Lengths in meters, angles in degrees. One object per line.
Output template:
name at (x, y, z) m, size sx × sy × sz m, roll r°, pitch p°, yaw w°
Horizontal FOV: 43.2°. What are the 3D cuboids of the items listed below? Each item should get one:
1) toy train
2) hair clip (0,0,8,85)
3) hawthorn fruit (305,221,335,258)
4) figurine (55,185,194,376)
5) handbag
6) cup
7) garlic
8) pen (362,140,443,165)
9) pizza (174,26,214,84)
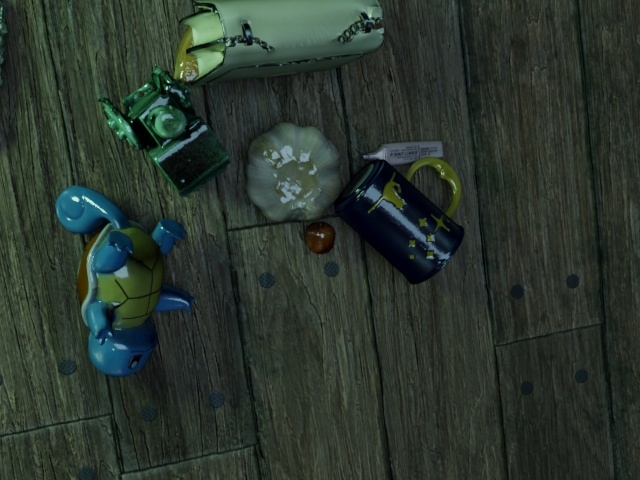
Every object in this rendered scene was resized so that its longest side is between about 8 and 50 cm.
toy train at (-0.312, -0.217, 1.625) m, size 0.167 × 0.299 × 0.238 m, roll -37°, pitch 116°, yaw -6°
hair clip at (-0.705, -0.340, 1.613) m, size 0.139 × 0.091 × 0.321 m, roll 4°, pitch 96°, yaw -17°
hawthorn fruit at (0.001, -0.006, 1.834) m, size 0.077 × 0.077 × 0.077 m, roll -1°, pitch 96°, yaw -14°
figurine at (-0.413, 0.079, 1.668) m, size 0.243 × 0.298 × 0.416 m, roll -11°, pitch 97°, yaw 22°
handbag at (-0.080, -0.421, 1.646) m, size 0.359 × 0.237 × 0.160 m, roll -13°, pitch 101°, yaw -27°
cup at (0.187, -0.074, 1.844) m, size 0.256 × 0.178 × 0.255 m, roll 42°, pitch 46°, yaw -12°
garlic at (-0.060, -0.150, 1.760) m, size 0.228 × 0.152 × 0.227 m, roll -4°, pitch 104°, yaw -18°
pen at (0.191, -0.204, 1.878) m, size 0.197 × 0.032 × 0.053 m, roll -8°, pitch 98°, yaw -14°
pizza at (-0.223, -0.408, 1.744) m, size 0.161 × 0.062 × 0.181 m, roll 13°, pitch 87°, yaw -9°
